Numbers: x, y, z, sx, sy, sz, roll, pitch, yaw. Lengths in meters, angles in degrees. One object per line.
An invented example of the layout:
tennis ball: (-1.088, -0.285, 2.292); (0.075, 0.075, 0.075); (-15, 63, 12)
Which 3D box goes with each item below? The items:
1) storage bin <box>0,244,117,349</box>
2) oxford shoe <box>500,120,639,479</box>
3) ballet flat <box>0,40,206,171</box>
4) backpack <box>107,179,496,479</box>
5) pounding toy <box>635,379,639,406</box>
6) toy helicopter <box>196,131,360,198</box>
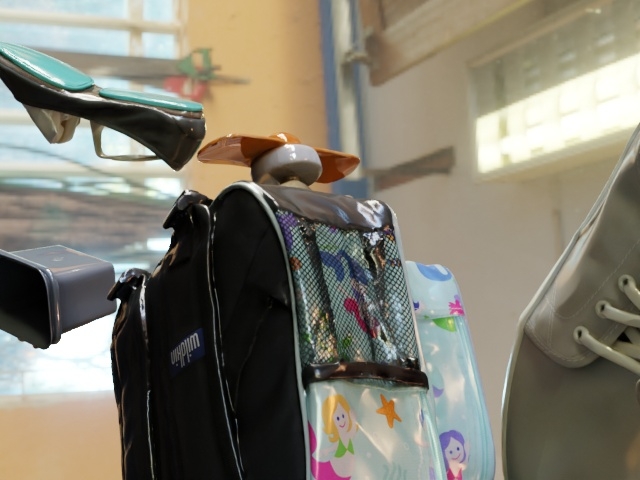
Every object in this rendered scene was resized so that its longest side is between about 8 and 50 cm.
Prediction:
storage bin: (-0.274, 0.054, 1.076); (0.135, 0.091, 0.098); (15, -68, 43)
oxford shoe: (0.261, 0.052, 0.831); (0.130, 0.169, 0.449); (-48, 160, -78)
ballet flat: (-0.271, -0.149, 1.228); (0.095, 0.280, 0.096); (-38, 146, -71)
backpack: (-0.017, 0.122, 0.609); (0.225, 0.191, 0.253); (-44, -137, 44)
pounding toy: (0.291, 0.123, 0.586); (0.269, 0.155, 0.154); (11, -66, 52)
toy helicopter: (0.000, 0.000, 0.955); (0.235, 0.140, 0.355); (64, 11, -4)
